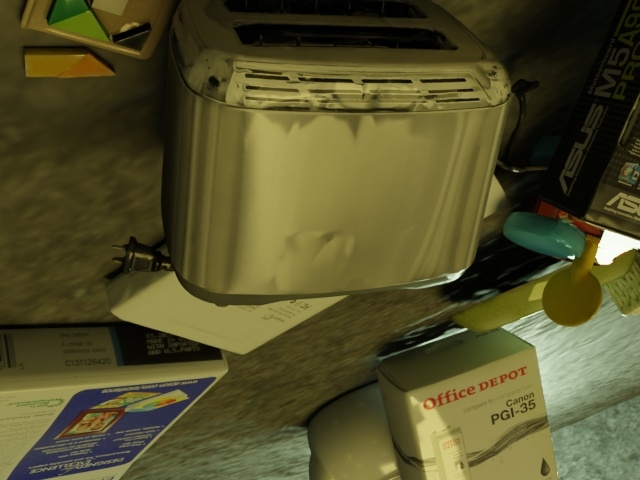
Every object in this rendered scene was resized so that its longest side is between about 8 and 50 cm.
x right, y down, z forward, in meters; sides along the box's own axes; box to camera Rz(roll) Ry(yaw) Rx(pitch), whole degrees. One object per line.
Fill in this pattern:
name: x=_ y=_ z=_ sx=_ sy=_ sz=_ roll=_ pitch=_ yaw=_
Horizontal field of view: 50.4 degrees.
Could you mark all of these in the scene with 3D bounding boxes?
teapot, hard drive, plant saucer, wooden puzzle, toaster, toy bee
teapot: x=0.115 y=0.351 z=1.124 sx=0.256 sy=0.187 sz=0.253 roll=-40 pitch=148 yaw=26
hard drive: x=0.000 y=0.000 z=0.592 sx=0.308 sy=0.040 sz=0.203 roll=-32 pitch=151 yaw=15
plant saucer: x=0.275 y=0.062 z=0.829 sx=0.241 sy=0.037 sz=0.241 roll=-22 pitch=170 yaw=-4
wooden puzzle: x=-0.104 y=-0.121 z=0.338 sx=0.079 sy=0.014 sz=0.116 roll=-2 pitch=145 yaw=-34
toaster: x=-0.003 y=-0.055 z=0.385 sx=0.227 sy=0.129 sz=0.146 roll=-3 pitch=129 yaw=-17
toy bee: x=0.241 y=-0.016 z=0.580 sx=0.298 sy=0.162 sz=0.195 roll=-13 pitch=120 yaw=-62

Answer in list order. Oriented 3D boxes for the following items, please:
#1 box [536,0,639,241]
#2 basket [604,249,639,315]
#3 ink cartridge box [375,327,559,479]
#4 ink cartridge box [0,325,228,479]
box: x=0.309 y=-0.083 z=0.450 sx=0.270 sy=0.060 sz=0.216 roll=15 pitch=104 yaw=-17
basket: x=0.458 y=0.027 z=0.898 sx=0.167 sy=0.113 sz=0.103 roll=-7 pitch=150 yaw=-27
ink cartridge box: x=0.217 y=0.291 z=0.989 sx=0.207 sy=0.282 sz=0.117 roll=-17 pitch=-167 yaw=-13
ink cartridge box: x=-0.294 y=0.185 z=0.671 sx=0.304 sy=0.072 sz=0.307 roll=3 pitch=144 yaw=-41
